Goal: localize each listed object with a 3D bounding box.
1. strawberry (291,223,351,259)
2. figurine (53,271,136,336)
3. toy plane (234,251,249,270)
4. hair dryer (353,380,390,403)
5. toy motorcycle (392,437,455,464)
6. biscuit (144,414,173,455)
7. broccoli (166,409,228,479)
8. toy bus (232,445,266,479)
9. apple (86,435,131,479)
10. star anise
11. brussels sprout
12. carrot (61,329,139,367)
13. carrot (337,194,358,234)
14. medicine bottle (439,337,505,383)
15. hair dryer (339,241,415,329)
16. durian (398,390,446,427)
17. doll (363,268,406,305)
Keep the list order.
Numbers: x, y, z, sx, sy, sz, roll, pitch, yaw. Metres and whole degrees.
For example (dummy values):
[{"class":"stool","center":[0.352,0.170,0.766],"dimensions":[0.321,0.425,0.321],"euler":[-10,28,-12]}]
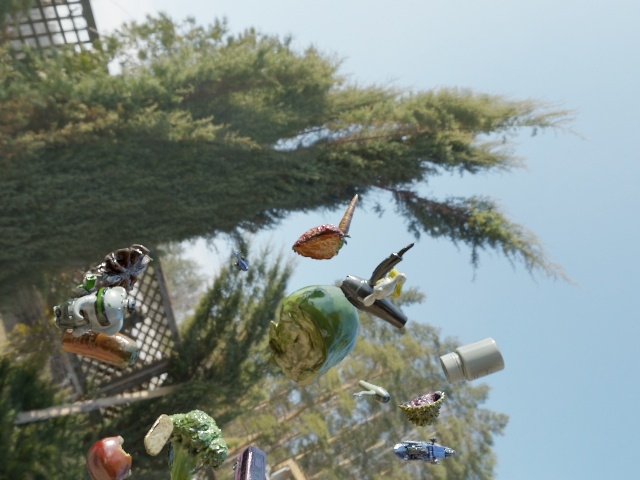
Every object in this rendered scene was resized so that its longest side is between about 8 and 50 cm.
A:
[{"class":"strawberry","center":[0.004,0.000,1.738],"dimensions":[0.140,0.192,0.085],"euler":[50,16,-40]},{"class":"figurine","center":[-0.557,0.172,1.241],"dimensions":[0.126,0.192,0.147],"euler":[97,-18,-58]},{"class":"toy plane","center":[-0.337,0.093,2.127],"dimensions":[0.062,0.054,0.167],"euler":[39,-18,27]},{"class":"hair dryer","center":[0.185,0.654,2.174],"dimensions":[0.167,0.199,0.067],"euler":[16,-89,61]},{"class":"toy motorcycle","center":[0.322,0.650,1.533],"dimensions":[0.114,0.205,0.076],"euler":[-24,-125,41]},{"class":"biscuit","center":[-0.513,0.616,1.586],"dimensions":[0.071,0.018,0.147],"euler":[61,20,-15]},{"class":"broccoli","center":[-0.464,0.788,1.875],"dimensions":[0.186,0.254,0.302],"euler":[45,26,-76]},{"class":"toy bus","center":[-0.225,0.753,1.586],"dimensions":[0.087,0.098,0.178],"euler":[37,20,-19]},{"class":"apple","center":[-0.751,0.791,1.773],"dimensions":[0.156,0.147,0.158],"euler":[-40,-117,26]},{"class":"star anise","center":[-0.591,0.093,1.448],"dimensions":[0.099,0.214,0.220],"euler":[42,-14,8]},{"class":"brussels sprout","center":[-0.018,0.332,1.822],"dimensions":[0.276,0.315,0.371],"euler":[28,-69,27]},{"class":"carrot","center":[-0.584,0.278,1.330],"dimensions":[0.087,0.193,0.087],"euler":[17,90,-89]},{"class":"carrot","center":[0.108,-0.095,1.933],"dimensions":[0.048,0.216,0.048],"euler":[18,-26,9]},{"class":"medicine bottle","center":[0.350,0.281,1.157],"dimensions":[0.080,0.130,0.080],"euler":[-18,90,-88]},{"class":"hair dryer","center":[0.214,0.121,1.501],"dimensions":[0.235,0.091,0.271],"euler":[35,-69,1]},{"class":"durian","center":[0.404,0.659,1.901],"dimensions":[0.119,0.187,0.108],"euler":[-35,106,-88]},{"class":"doll","center":[0.171,0.132,1.322],"dimensions":[0.071,0.135,0.113],"euler":[55,4,12]}]
